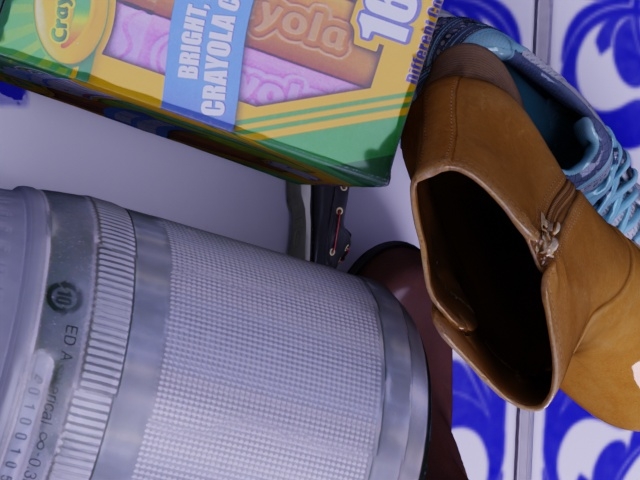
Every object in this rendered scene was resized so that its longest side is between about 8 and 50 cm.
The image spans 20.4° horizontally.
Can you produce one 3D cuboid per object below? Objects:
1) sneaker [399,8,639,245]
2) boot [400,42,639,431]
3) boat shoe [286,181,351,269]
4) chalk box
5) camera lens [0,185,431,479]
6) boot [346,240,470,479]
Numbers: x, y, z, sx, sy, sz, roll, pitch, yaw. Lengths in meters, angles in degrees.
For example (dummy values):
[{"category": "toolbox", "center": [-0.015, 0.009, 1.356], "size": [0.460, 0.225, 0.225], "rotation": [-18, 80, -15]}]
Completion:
[{"category": "sneaker", "center": [0.148, -0.033, 1.131], "size": [0.283, 0.122, 0.110], "rotation": [40, 79, -24]}, {"category": "boot", "center": [0.125, 0.042, 0.988], "size": [0.104, 0.211, 0.295], "rotation": [-24, 113, 19]}, {"category": "boat shoe", "center": [0.001, 0.000, 1.106], "size": [0.042, 0.049, 0.133], "rotation": [2, 91, -17]}, {"category": "chalk box", "center": [-0.092, -0.154, 0.962], "size": [0.289, 0.180, 0.179], "rotation": [18, 89, -15]}, {"category": "camera lens", "center": [-0.092, 0.099, 0.971], "size": [0.274, 0.219, 0.219], "rotation": [17, 89, -20]}, {"category": "boot", "center": [0.083, 0.144, 1.033], "size": [0.096, 0.280, 0.264], "rotation": [13, 91, -26]}]
